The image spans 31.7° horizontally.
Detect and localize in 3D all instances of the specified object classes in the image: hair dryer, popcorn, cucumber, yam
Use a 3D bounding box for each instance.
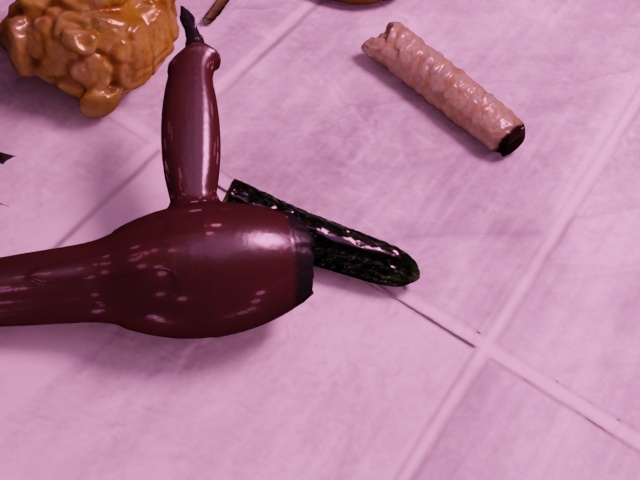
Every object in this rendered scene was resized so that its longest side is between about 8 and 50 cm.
[{"bbox_3d":[-0.168,-0.072,1.053,0.313,0.123,0.340,-1,68,-8],"label":"hair dryer"},{"bbox_3d":[-0.234,-0.224,1.179,0.194,0.140,0.163,-19,55,-27],"label":"popcorn"},{"bbox_3d":[0.000,0.000,1.128,0.215,0.052,0.058,22,20,-2],"label":"cucumber"},{"bbox_3d":[-0.115,-0.289,1.348,0.014,0.014,0.107,25,49,3],"label":"yam"}]

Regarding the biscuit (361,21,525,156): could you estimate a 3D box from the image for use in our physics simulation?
[{"bbox_3d":[0.145,-0.178,1.314,0.219,0.055,0.061,42,63,17],"label":"biscuit"}]

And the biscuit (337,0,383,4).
[{"bbox_3d":[0.028,-0.377,1.450,0.212,0.036,0.212,9,52,-11],"label":"biscuit"}]

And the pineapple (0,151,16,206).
[{"bbox_3d":[-0.376,-0.143,1.047,0.166,0.165,0.364,-5,50,-21],"label":"pineapple"}]
